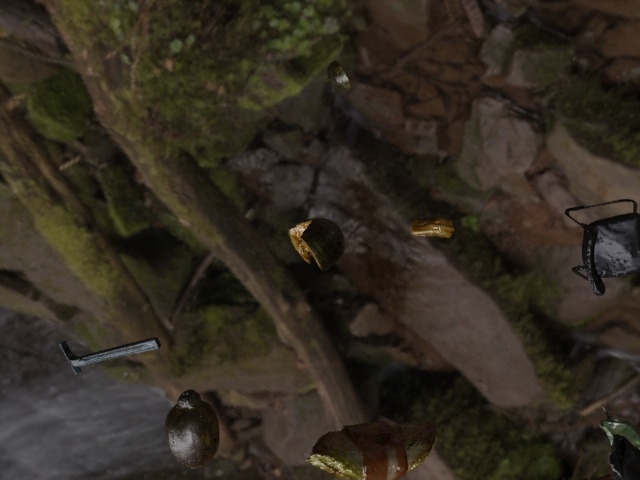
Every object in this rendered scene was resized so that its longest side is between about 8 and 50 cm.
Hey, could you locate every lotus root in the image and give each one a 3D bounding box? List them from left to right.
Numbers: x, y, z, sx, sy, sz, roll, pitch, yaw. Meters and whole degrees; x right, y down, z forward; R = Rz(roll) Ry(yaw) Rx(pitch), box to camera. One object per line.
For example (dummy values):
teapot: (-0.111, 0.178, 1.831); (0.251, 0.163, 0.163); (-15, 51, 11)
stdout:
lotus root: (-0.281, 0.416, 1.844); (0.120, 0.120, 0.210); (16, 124, 30)

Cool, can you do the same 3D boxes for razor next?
razor: (-0.349, 0.188, 1.399); (0.190, 0.033, 0.066); (-13, 112, 21)

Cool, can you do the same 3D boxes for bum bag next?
bum bag: (0.506, 0.380, 1.309); (0.049, 0.087, 0.197); (-3, -163, -17)

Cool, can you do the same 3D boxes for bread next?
bread: (0.268, -0.029, 2.012); (0.083, 0.044, 0.110); (5, 176, -38)

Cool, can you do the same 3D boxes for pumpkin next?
pumpkin: (0.000, 0.000, 2.026); (0.119, 0.107, 0.183); (55, 169, -20)
pumpkin: (0.027, -0.268, 1.376); (0.050, 0.028, 0.083); (64, 178, -9)

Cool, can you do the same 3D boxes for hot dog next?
hot dog: (0.095, 0.386, 1.514); (0.261, 0.093, 0.123); (-1, -155, -16)

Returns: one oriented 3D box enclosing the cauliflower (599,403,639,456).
cauliflower: (0.654, 0.446, 1.647); (0.315, 0.256, 0.239); (46, -171, -13)

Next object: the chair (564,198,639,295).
chair: (0.569, 0.013, 1.640); (0.145, 0.140, 0.221); (-9, -169, 10)

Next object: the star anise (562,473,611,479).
star anise: (0.366, 0.420, 1.263); (0.158, 0.140, 0.144); (9, 142, 37)
